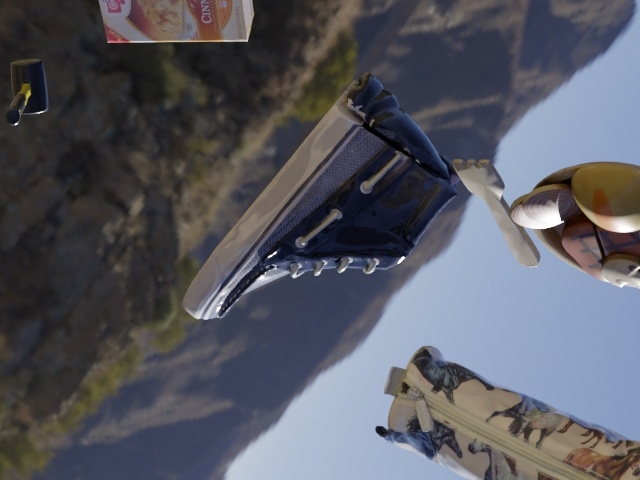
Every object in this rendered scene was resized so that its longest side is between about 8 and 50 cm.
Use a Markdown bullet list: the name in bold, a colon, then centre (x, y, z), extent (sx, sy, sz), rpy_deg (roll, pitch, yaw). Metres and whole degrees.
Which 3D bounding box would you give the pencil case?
- **pencil case**: centre (0.281, 0.288, 1.716), extent (0.183, 0.410, 0.160), rpy_deg (7, 104, -59)

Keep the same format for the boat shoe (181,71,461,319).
- **boat shoe**: centre (0.000, 0.000, 1.285), extent (0.340, 0.158, 0.127), rpy_deg (-49, -176, 32)

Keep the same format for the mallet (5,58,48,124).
- **mallet**: centre (-0.324, -0.146, 1.355), extent (0.190, 0.039, 0.062), rpy_deg (-106, -168, -64)

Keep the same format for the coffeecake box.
- **coffeecake box**: centre (-0.187, -0.328, 1.570), extent (0.068, 0.185, 0.142), rpy_deg (-82, 170, -47)

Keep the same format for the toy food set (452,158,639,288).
- **toy food set**: centre (0.182, -0.003, 0.759), extent (0.192, 0.132, 0.039), rpy_deg (0, -127, 36)
